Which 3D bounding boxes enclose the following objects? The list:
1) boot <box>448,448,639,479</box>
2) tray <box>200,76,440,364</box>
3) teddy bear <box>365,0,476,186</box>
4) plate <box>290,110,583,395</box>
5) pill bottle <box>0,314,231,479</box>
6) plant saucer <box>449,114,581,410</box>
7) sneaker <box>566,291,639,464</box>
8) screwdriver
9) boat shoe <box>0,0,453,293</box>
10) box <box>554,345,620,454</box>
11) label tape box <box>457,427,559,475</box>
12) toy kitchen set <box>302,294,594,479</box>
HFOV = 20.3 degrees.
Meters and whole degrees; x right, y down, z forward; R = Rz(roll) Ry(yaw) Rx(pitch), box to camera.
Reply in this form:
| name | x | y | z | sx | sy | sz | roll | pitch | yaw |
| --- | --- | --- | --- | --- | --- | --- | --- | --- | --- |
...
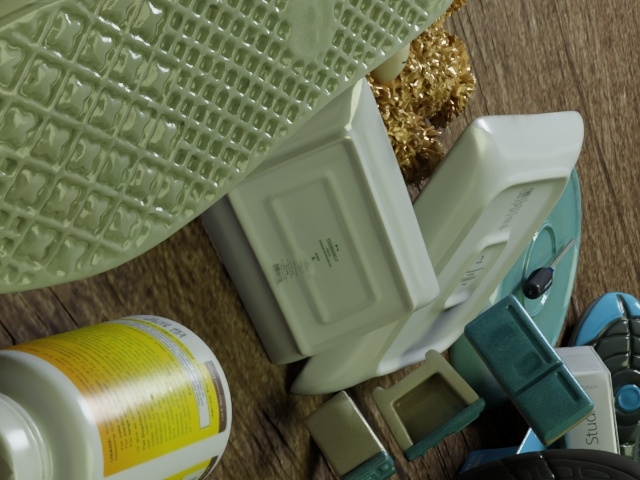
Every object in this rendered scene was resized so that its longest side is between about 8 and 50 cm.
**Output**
| name | x | y | z | sx | sy | sz | roll | pitch | yaw |
| --- | --- | --- | --- | --- | --- | --- | --- | --- | --- |
| boot | 0.126 | 0.351 | 1.552 | 0.377 | 0.138 | 0.284 | -25 | 137 | -15 |
| tray | 0.000 | 0.000 | 1.300 | 0.270 | 0.145 | 0.030 | 67 | 0 | -50 |
| teddy bear | 0.054 | -0.159 | 1.373 | 0.338 | 0.113 | 0.245 | 17 | 82 | -66 |
| plate | 0.116 | 0.015 | 1.511 | 0.278 | 0.045 | 0.277 | -57 | 161 | 19 |
| pill bottle | -0.148 | 0.113 | 1.035 | 0.215 | 0.117 | 0.117 | -13 | 111 | -64 |
| plant saucer | 0.214 | 0.028 | 1.877 | 0.317 | 0.043 | 0.317 | -39 | 134 | -55 |
| sneaker | 0.340 | 0.224 | 2.182 | 0.139 | 0.125 | 0.341 | -97 | -170 | -79 |
| screwdriver | 0.244 | 0.029 | 1.867 | 0.170 | 0.024 | 0.025 | -30 | 97 | -61 |
| boat shoe | -0.104 | -0.122 | 1.005 | 0.500 | 0.156 | 0.187 | -37 | 138 | -40 |
| box | 0.285 | 0.239 | 1.899 | 0.322 | 0.058 | 0.232 | -15 | 98 | -83 |
| label tape box | 0.158 | 0.349 | 1.805 | 0.249 | 0.115 | 0.348 | -56 | 144 | -41 |
| toy kitchen set | 0.108 | 0.142 | 1.448 | 0.207 | 0.122 | 0.166 | -35 | 168 | -2 |
